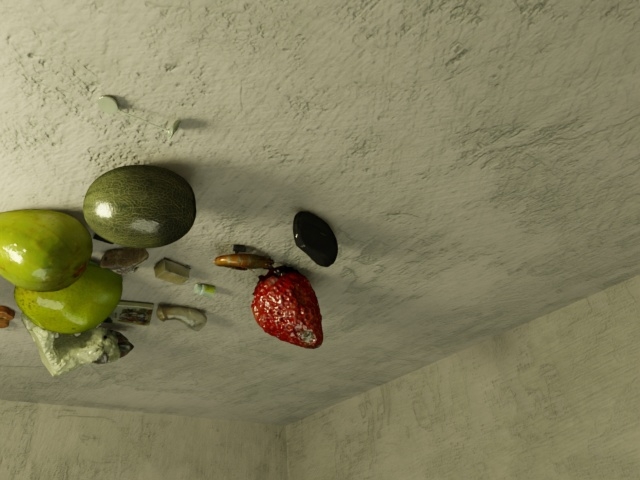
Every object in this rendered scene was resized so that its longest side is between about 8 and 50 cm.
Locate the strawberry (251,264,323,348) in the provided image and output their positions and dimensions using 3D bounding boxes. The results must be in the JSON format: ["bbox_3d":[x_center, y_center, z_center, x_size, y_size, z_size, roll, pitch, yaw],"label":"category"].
[{"bbox_3d":[-0.136,0.285,1.950,0.291,0.310,0.292,-5,151,-3],"label":"strawberry"}]

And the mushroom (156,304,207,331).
[{"bbox_3d":[-0.615,0.335,2.160,0.223,0.081,0.092,22,118,-31],"label":"mushroom"}]

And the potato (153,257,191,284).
[{"bbox_3d":[-0.562,0.120,1.858,0.086,0.061,0.122,-32,139,31],"label":"potato"}]

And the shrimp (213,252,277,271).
[{"bbox_3d":[-0.282,0.085,1.822,0.248,0.068,0.150,8,168,-32],"label":"shrimp"}]

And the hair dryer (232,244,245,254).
[{"bbox_3d":[-0.306,0.043,1.808,0.047,0.026,0.083,7,148,-16],"label":"hair dryer"}]

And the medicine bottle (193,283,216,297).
[{"bbox_3d":[-0.476,0.206,2.010,0.083,0.047,0.047,19,140,-32],"label":"medicine bottle"}]

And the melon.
[{"bbox_3d":[-0.508,-0.094,1.377,0.301,0.237,0.237,0,146,-7],"label":"melon"}]

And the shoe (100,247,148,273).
[{"bbox_3d":[-0.692,0.081,1.754,0.180,0.089,0.092,-9,146,10],"label":"shoe"}]

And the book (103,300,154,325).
[{"bbox_3d":[-0.879,0.317,2.141,0.264,0.027,0.202,9,146,-20],"label":"book"}]

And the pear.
[{"bbox_3d":[-0.945,0.197,1.768,0.342,0.238,0.318,-9,155,5],"label":"pear"}]

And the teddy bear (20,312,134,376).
[{"bbox_3d":[-1.016,0.399,2.091,0.362,0.327,0.375,-30,132,-39],"label":"teddy bear"}]

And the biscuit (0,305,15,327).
[{"bbox_3d":[-1.461,0.299,2.018,0.334,0.047,0.202,25,136,-37],"label":"biscuit"}]

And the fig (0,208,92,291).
[{"bbox_3d":[-0.886,0.021,1.509,0.326,0.258,0.258,19,144,-2],"label":"fig"}]

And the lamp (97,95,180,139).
[{"bbox_3d":[-0.460,-0.319,1.240,0.198,0.056,0.050,23,140,-19],"label":"lamp"}]

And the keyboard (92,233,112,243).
[{"bbox_3d":[-0.694,-0.044,1.633,0.074,0.015,0.196,24,137,-31],"label":"keyboard"}]

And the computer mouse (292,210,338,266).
[{"bbox_3d":[0.000,0.000,1.682,0.086,0.137,0.269,-13,147,24],"label":"computer mouse"}]
